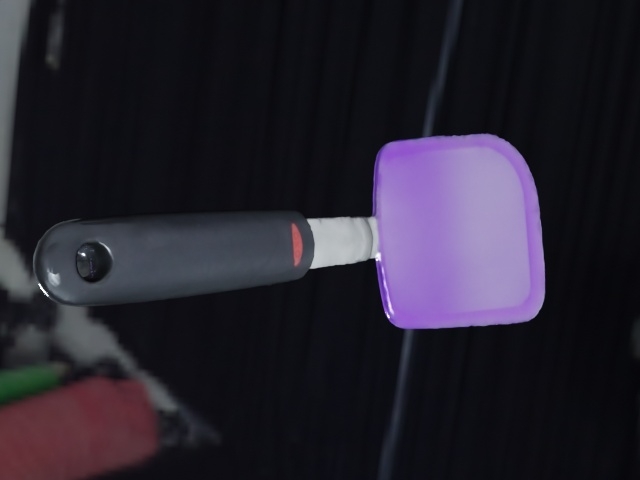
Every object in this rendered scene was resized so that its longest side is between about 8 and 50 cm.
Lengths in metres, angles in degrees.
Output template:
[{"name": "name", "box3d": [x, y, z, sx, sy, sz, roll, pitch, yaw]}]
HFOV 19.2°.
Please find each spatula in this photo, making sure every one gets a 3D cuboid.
[{"name": "spatula", "box3d": [0.000, 0.000, 0.729, 0.030, 0.084, 0.296, -4, 180, 36]}]
